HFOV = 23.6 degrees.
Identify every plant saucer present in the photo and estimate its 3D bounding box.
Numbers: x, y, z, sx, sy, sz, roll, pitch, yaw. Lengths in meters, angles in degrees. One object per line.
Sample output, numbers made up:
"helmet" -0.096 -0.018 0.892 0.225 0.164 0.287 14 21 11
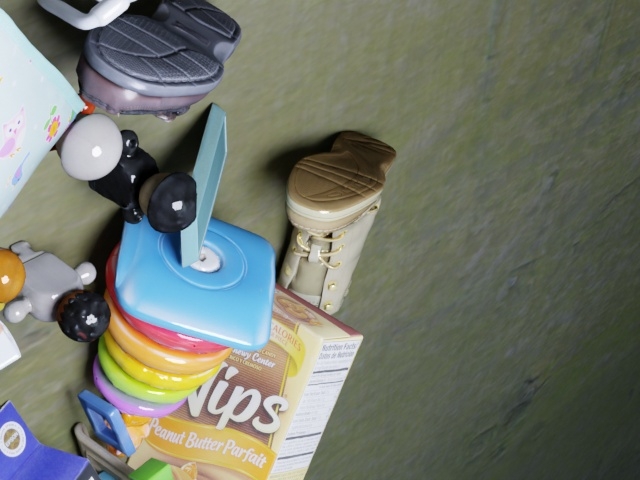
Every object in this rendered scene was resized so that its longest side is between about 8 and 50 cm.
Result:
"plant saucer" -0.114 -0.057 1.523 0.192 0.018 0.067 -82 175 -51

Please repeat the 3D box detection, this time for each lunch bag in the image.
"lunch bag" -0.314 -0.087 1.137 0.223 0.160 0.262 -55 170 -7

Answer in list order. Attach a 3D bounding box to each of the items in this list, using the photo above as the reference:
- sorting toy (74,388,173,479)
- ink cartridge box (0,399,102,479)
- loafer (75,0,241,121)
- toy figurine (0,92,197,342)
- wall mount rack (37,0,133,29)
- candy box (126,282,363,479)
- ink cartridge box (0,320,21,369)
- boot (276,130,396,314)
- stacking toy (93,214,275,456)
"sorting toy" -0.197 0.309 1.644 0.047 0.196 0.347 -37 142 -27
"ink cartridge box" -0.247 0.353 1.535 0.371 0.069 0.175 59 41 -21
"loafer" -0.145 -0.144 1.353 0.095 0.109 0.302 -58 180 21
"toy figurine" -0.233 -0.021 1.362 0.209 0.148 0.213 -57 149 -5
"wall mount rack" -0.141 -0.342 1.200 0.304 0.130 0.350 -46 138 -15
"candy box" -0.097 0.204 1.710 0.088 0.183 0.316 -1 117 -56
"ink cartridge box" -0.356 0.135 1.360 0.179 0.045 0.145 -30 -179 -17
"boot" 0.000 0.000 1.719 0.262 0.095 0.203 -53 165 -68
"stacking toy" -0.172 0.119 1.592 0.175 0.166 0.301 -88 -160 -50
